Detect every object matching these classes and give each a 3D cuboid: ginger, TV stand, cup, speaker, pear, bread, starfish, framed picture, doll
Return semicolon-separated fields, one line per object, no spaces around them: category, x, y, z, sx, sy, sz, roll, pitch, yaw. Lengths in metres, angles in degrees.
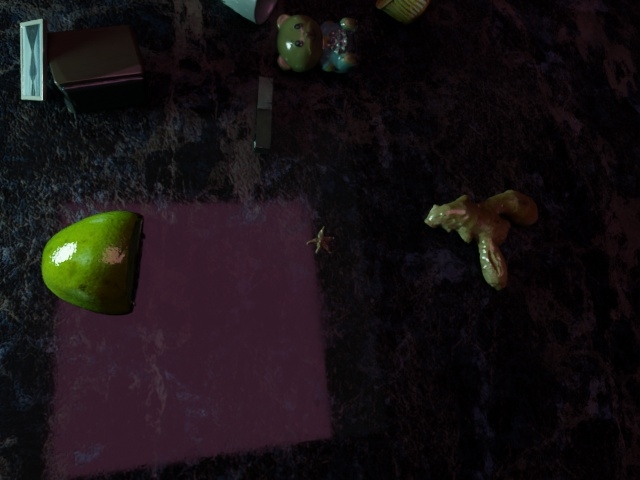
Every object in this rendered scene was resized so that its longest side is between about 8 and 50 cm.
ginger;0.559;-0.073;1.519;0.348;0.122;0.363;39;78;-12
TV stand;-0.181;-0.402;1.442;0.049;0.040;0.256;4;74;-14
cup;-0.252;-0.869;1.500;0.234;0.186;0.258;30;39;3
speaker;-0.623;-0.484;1.280;0.231;0.153;0.192;-16;79;-19
pear;-0.599;0.035;1.161;0.239;0.139;0.287;3;73;-6
bread;0.340;-0.940;1.671;0.156;0.204;0.288;26;72;-26
starfish;0.000;0.000;1.396;0.092;0.016;0.086;-6;75;-15
framed picture;-0.768;-0.479;1.211;0.015;0.150;0.203;-7;108;-51
doll;-0.017;-0.646;1.492;0.261;0.161;0.176;-3;97;-18
